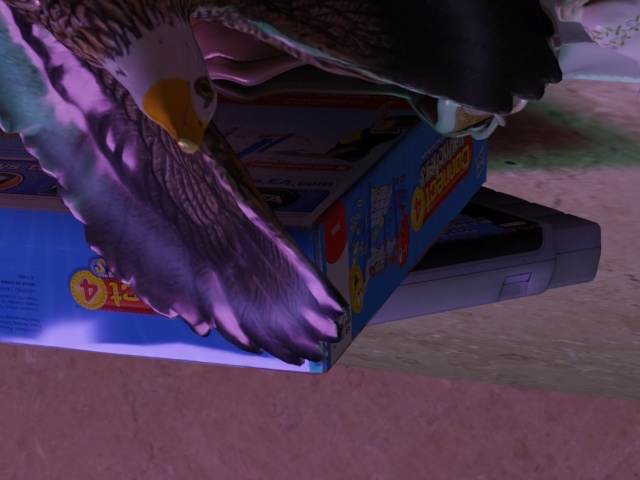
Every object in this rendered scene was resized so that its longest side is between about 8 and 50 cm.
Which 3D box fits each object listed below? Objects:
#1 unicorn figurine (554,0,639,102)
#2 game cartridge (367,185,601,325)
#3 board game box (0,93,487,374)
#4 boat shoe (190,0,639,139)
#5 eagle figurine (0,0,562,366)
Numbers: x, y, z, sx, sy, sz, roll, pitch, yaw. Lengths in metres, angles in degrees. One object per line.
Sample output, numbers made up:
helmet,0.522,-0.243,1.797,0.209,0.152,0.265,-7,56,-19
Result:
unicorn figurine,0.178,-0.101,0.819,0.162,0.111,0.060,32,-155,-20
game cartridge,0.000,0.000,1.164,0.355,0.068,0.230,-8,-165,-37
board game box,-0.086,-0.033,1.011,0.308,0.086,0.302,4,-157,22
boat shoe,0.078,-0.106,0.883,0.302,0.103,0.113,8,166,-1
eagle figurine,-0.067,-0.096,0.733,0.226,0.225,0.298,-14,149,36
